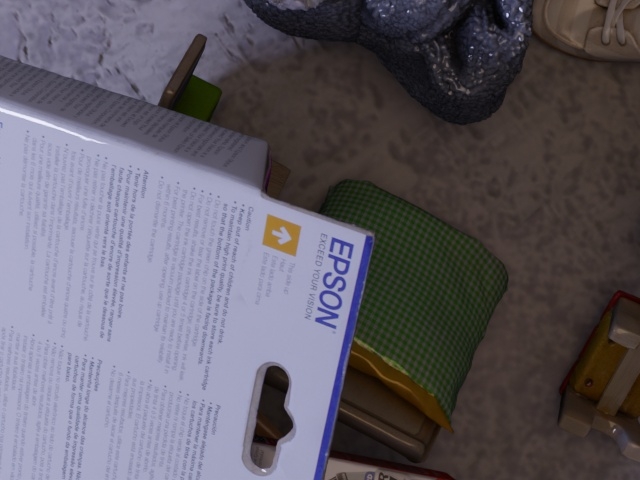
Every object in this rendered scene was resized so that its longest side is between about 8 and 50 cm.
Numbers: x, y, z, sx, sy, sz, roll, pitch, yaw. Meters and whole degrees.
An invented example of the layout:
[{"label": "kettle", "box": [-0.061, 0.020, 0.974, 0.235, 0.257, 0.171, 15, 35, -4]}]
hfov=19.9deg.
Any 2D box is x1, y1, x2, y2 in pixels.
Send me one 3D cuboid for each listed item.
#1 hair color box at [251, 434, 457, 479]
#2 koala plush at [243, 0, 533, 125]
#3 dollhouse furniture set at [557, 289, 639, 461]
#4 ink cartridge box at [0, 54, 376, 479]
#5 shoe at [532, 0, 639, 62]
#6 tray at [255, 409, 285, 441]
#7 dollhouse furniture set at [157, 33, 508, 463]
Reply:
[{"label": "hair color box", "box": [0.008, 0.200, 1.315, 0.167, 0.053, 0.093, 11, 89, -7]}, {"label": "koala plush", "box": [0.036, -0.193, 1.334, 0.221, 0.196, 0.203, 6, 99, -9]}, {"label": "dollhouse furniture set", "box": [0.348, 0.001, 1.374, 0.201, 0.152, 0.374, 24, 114, -6]}, {"label": "ink cartridge box", "box": [-0.134, 0.060, 1.192, 0.330, 0.071, 0.324, 19, 124, 11]}, {"label": "shoe", "box": [0.269, -0.173, 1.416, 0.219, 0.058, 0.076, 6, 89, -5]}, {"label": "tray", "box": [-0.036, 0.284, 1.372, 0.203, 0.076, 0.411, -44, 97, -6]}, {"label": "dollhouse furniture set", "box": [0.000, 0.000, 1.306, 0.302, 0.151, 0.197, 27, 57, -2]}]
